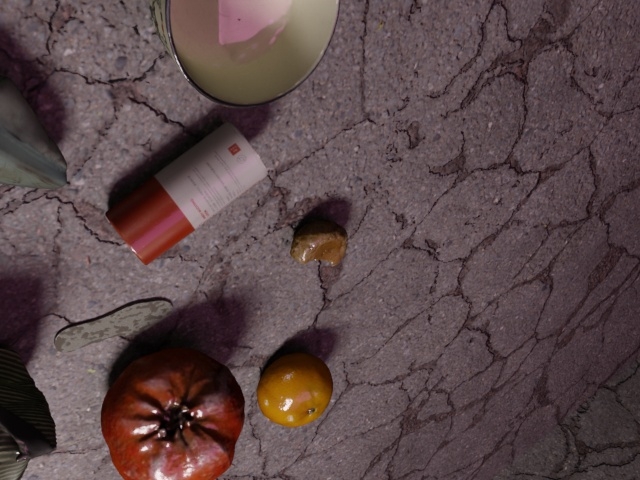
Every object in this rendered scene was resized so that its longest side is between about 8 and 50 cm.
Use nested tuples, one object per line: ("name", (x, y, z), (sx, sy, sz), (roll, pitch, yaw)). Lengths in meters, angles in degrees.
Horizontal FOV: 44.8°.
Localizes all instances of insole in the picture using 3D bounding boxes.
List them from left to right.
("insole", (-0.321, 0.132, 1.217), (0.193, 0.006, 0.065), (-17, 135, -31))

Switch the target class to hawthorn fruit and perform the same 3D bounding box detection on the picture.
("hawthorn fruit", (-0.242, 0.306, 1.305), (0.242, 0.242, 0.272), (-31, 171, -17))

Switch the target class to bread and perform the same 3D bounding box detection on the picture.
("bread", (0.000, 0.000, 1.346), (0.113, 0.060, 0.082), (12, 116, -49))

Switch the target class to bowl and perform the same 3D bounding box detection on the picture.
("bowl", (-0.102, -0.288, 0.924), (0.237, 0.126, 0.238), (-20, 126, -29))

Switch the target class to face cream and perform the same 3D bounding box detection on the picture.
("face cream", (-0.186, -0.066, 1.087), (0.214, 0.096, 0.096), (-38, 142, -8))

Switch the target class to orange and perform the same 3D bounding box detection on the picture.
("orange", (-0.048, 0.295, 1.519), (0.156, 0.124, 0.156), (-27, 139, -27))

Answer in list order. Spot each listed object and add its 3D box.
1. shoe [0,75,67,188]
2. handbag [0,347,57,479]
("shoe", (-0.376, -0.134, 0.868), (0.251, 0.103, 0.100), (43, 48, -65))
("handbag", (-0.514, 0.268, 0.982), (0.340, 0.240, 0.247), (10, 112, -45))
